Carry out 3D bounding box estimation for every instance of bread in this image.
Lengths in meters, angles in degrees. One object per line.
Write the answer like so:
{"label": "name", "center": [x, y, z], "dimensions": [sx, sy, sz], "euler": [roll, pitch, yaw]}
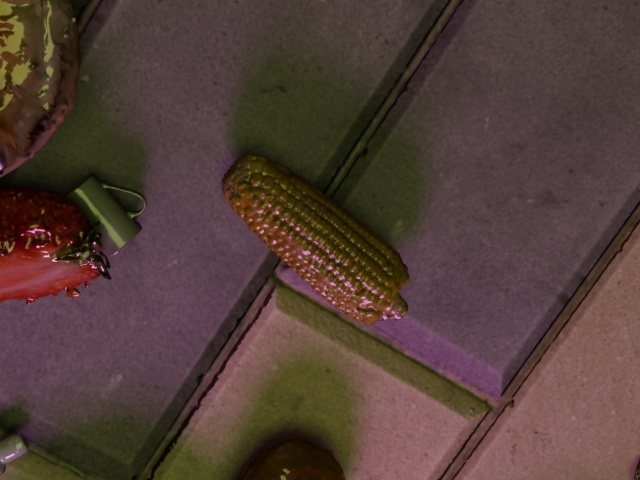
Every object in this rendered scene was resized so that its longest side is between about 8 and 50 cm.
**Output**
{"label": "bread", "center": [-0.391, -0.193, 1.076], "dimensions": [0.305, 0.159, 0.306], "euler": [-2, 103, -7]}

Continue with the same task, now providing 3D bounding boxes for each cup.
{"label": "cup", "center": [-0.237, -0.032, 1.192], "dimensions": [0.075, 0.054, 0.083], "euler": [-28, 107, 31]}

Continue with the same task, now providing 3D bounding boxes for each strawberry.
{"label": "strawberry", "center": [-0.345, 0.000, 1.167], "dimensions": [0.235, 0.175, 0.107], "euler": [-6, 66, 1]}

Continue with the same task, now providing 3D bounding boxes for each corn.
{"label": "corn", "center": [0.000, 0.000, 1.216], "dimensions": [0.261, 0.097, 0.097], "euler": [41, 97, -13]}

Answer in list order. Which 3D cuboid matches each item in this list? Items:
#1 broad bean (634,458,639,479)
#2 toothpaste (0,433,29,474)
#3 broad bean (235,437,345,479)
{"label": "broad bean", "center": [0.545, 0.270, 1.389], "dimensions": [0.291, 0.049, 0.144], "euler": [-1, 112, -5]}
{"label": "toothpaste", "center": [-0.459, 0.293, 1.271], "dimensions": [0.255, 0.037, 0.067], "euler": [-28, 102, 3]}
{"label": "broad bean", "center": [-0.047, 0.349, 1.296], "dimensions": [0.156, 0.122, 0.229], "euler": [20, 106, -10]}
